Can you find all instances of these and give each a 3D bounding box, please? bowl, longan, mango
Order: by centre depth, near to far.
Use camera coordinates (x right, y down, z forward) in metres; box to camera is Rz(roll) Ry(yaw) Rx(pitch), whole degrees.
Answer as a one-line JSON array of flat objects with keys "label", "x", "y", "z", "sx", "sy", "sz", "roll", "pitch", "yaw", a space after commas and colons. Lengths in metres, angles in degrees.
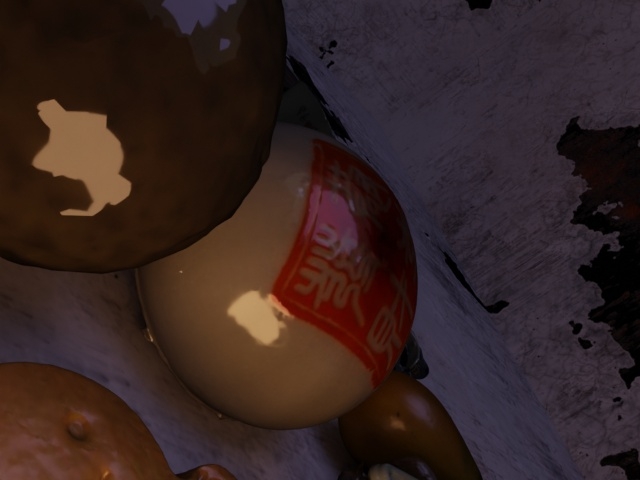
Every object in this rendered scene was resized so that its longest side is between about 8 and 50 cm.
[{"label": "longan", "x": -0.211, "y": -0.166, "z": 0.754, "sx": 0.391, "sy": 0.391, "sz": 0.391, "roll": 49, "pitch": 15, "yaw": -18}, {"label": "mango", "x": 0.124, "y": 0.293, "z": 1.214, "sx": 0.254, "sy": 0.139, "sz": 0.175, "roll": 56, "pitch": -19, "yaw": -18}, {"label": "bowl", "x": -0.044, "y": -0.164, "z": 1.518, "sx": 0.211, "sy": 0.112, "sz": 0.211, "roll": 156, "pitch": -90, "yaw": -84}]

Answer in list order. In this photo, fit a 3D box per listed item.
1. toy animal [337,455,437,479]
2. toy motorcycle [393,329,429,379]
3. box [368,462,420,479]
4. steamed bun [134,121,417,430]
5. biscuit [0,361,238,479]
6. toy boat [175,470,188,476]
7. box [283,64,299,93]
[{"label": "toy animal", "x": 0.110, "y": 0.369, "z": 1.113, "sx": 0.089, "sy": 0.179, "sz": 0.188, "roll": -51, "pitch": 142, "yaw": -76}, {"label": "toy motorcycle", "x": 0.113, "y": 0.182, "z": 1.590, "sx": 0.263, "sy": 0.091, "sz": 0.157, "roll": 48, "pitch": 23, "yaw": -16}, {"label": "box", "x": 0.093, "y": 0.377, "z": 0.892, "sx": 0.294, "sy": 0.167, "sz": 0.193, "roll": 40, "pitch": 21, "yaw": -44}, {"label": "steamed bun", "x": -0.021, "y": 0.030, "z": 1.003, "sx": 0.374, "sy": 0.241, "sz": 0.374, "roll": 34, "pitch": 47, "yaw": -47}, {"label": "biscuit", "x": -0.137, "y": 0.232, "z": 0.594, "sx": 0.355, "sy": 0.052, "sz": 0.275, "roll": 50, "pitch": 30, "yaw": -5}, {"label": "toy boat", "x": -0.055, "y": 0.337, "z": 0.729, "sx": 0.291, "sy": 0.067, "sz": 0.220, "roll": 62, "pitch": 17, "yaw": 21}, {"label": "box", "x": -0.157, "y": -0.282, "z": 1.603, "sx": 0.153, "sy": 0.188, "sz": 0.252, "roll": 55, "pitch": 12, "yaw": 6}]
